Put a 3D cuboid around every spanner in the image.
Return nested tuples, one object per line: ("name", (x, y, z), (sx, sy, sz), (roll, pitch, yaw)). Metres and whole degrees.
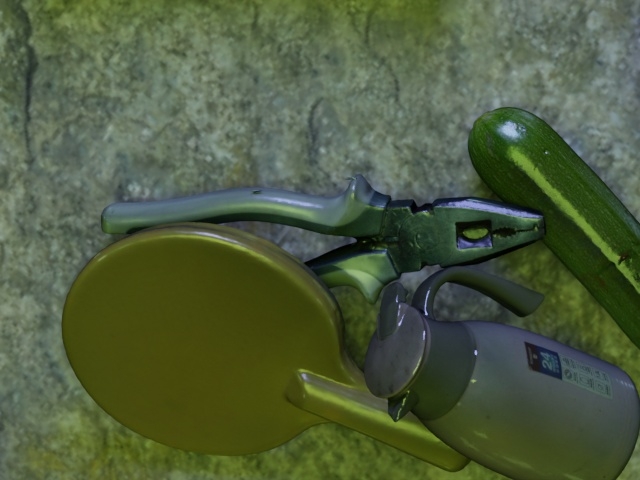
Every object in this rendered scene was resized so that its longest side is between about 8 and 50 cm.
("spanner", (0.000, 0.000, 1.280), (0.325, 0.040, 0.096), (-4, 107, 13))

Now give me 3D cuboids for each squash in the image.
("squash", (0.193, -0.006, 1.278), (0.066, 0.066, 0.229), (-41, 92, 7))

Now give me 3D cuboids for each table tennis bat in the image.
("table tennis bat", (-0.033, 0.096, 1.289), (0.321, 0.050, 0.198), (21, 122, -6))

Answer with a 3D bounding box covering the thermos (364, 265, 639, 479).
("thermos", (0.120, 0.090, 1.239), (0.193, 0.105, 0.137), (24, 63, -29))
